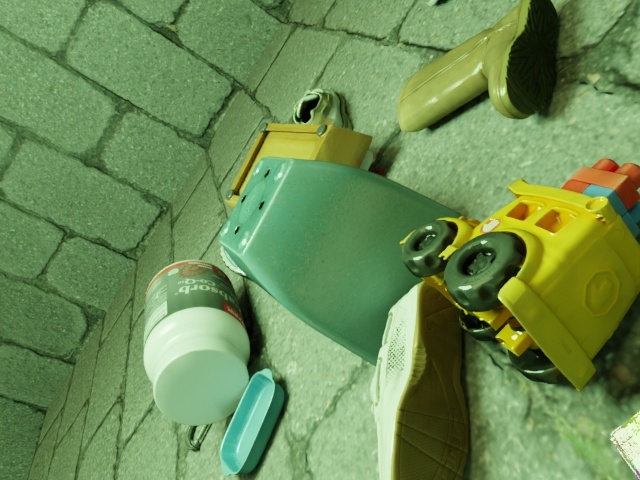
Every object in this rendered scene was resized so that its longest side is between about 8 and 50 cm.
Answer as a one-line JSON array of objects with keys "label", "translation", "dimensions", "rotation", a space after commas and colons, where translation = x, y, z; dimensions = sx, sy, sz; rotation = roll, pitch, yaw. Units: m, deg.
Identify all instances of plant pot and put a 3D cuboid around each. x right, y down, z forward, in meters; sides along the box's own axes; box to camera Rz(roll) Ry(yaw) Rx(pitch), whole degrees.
[{"label": "plant pot", "translation": [0.000, 0.000, 0.810], "dimensions": [0.248, 0.252, 0.247], "rotation": [-63, 26, -2]}]

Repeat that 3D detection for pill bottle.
[{"label": "pill bottle", "translation": [-0.261, 0.201, 1.141], "dimensions": [0.210, 0.210, 0.363], "rotation": [-56, 26, 10]}]

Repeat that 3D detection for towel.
[{"label": "towel", "translation": [0.268, 0.165, 0.420], "dimensions": [0.060, 0.009, 0.083], "rotation": [-51, 28, 20]}]

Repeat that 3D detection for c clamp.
[{"label": "c clamp", "translation": [-0.244, 0.375, 1.148], "dimensions": [0.161, 0.022, 0.137], "rotation": [-60, 25, 2]}]

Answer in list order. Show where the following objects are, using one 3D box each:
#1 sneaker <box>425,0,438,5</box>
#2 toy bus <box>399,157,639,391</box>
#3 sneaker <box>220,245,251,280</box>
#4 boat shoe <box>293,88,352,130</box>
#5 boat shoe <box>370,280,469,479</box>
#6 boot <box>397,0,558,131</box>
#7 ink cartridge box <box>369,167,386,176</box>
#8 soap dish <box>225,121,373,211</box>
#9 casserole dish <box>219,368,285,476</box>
[{"label": "sneaker", "translation": [0.225, -0.600, 1.168], "dimensions": [0.105, 0.115, 0.281], "rotation": [-43, 30, 33]}, {"label": "toy bus", "translation": [0.215, 0.005, 0.550], "dimensions": [0.211, 0.149, 0.220], "rotation": [-48, 22, -3]}, {"label": "sneaker", "translation": [-0.137, -0.030, 1.244], "dimensions": [0.147, 0.129, 0.330], "rotation": [-50, 27, 27]}, {"label": "boat shoe", "translation": [-0.006, -0.316, 1.321], "dimensions": [0.113, 0.103, 0.302], "rotation": [-53, 26, 17]}, {"label": "boat shoe", "translation": [0.104, 0.179, 0.623], "dimensions": [0.096, 0.098, 0.277], "rotation": [-38, 26, 44]}, {"label": "boot", "translation": [0.221, -0.227, 0.836], "dimensions": [0.269, 0.089, 0.236], "rotation": [-23, 34, 53]}, {"label": "ink cartridge box", "translation": [0.074, -0.091, 1.025], "dimensions": [0.115, 0.029, 0.063], "rotation": [-62, 25, -2]}, {"label": "soap dish", "translation": [-0.053, -0.120, 1.060], "dimensions": [0.291, 0.118, 0.229], "rotation": [17, 79, 53]}, {"label": "casserole dish", "translation": [-0.116, 0.319, 0.950], "dimensions": [0.114, 0.037, 0.188], "rotation": [3, 66, 63]}]
